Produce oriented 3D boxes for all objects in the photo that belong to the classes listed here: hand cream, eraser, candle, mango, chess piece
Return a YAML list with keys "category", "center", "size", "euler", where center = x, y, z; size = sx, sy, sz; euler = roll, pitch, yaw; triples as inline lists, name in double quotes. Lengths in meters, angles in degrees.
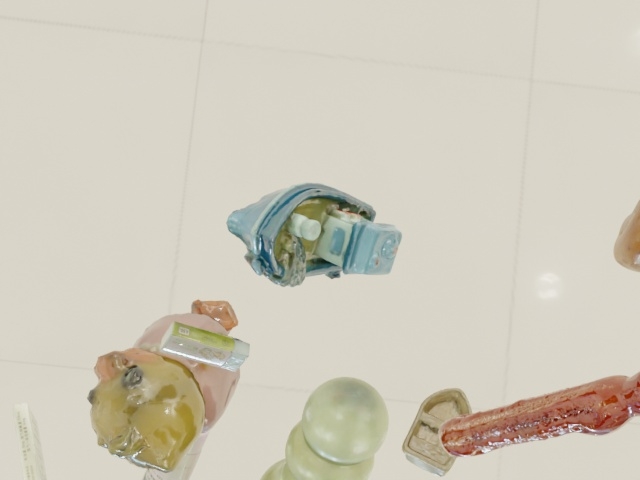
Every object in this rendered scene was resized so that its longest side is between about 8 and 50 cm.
- category: "hand cream"
  center: [-0.265, 0.420, 1.431]
  size: [0.111, 0.070, 0.312]
  euler: [42, 115, 39]
- category: "eraser"
  center: [-0.116, 0.108, 0.867]
  size: [0.083, 0.038, 0.019]
  euler: [19, 45, -19]
- category: "candle"
  center: [0.227, 0.176, 0.851]
  size: [0.048, 0.329, 0.051]
  euler: [25, 58, -23]
- category: "mango"
  center: [0.411, -0.005, 1.047]
  size: [0.084, 0.159, 0.105]
  euler: [30, 76, 13]
- category: "chess piece"
  center: [0.006, 0.277, 1.065]
  size: [0.144, 0.144, 0.251]
  euler: [21, 124, -1]

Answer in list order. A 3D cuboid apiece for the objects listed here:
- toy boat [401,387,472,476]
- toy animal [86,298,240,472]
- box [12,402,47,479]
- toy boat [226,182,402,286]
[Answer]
- category: "toy boat"
  center: [0.253, 0.398, 1.810]
  size: [0.116, 0.061, 0.188]
  euler: [23, 57, 17]
- category: "toy animal"
  center: [-0.206, 0.197, 1.127]
  size: [0.195, 0.281, 0.169]
  euler: [-31, 93, 22]
- category: "box"
  center: [-0.567, 0.457, 1.704]
  size: [0.035, 0.139, 0.245]
  euler: [-11, 66, -15]
- category: "toy boat"
  center: [0.000, 0.000, 0.874]
  size: [0.098, 0.238, 0.109]
  euler: [23, 101, 30]
